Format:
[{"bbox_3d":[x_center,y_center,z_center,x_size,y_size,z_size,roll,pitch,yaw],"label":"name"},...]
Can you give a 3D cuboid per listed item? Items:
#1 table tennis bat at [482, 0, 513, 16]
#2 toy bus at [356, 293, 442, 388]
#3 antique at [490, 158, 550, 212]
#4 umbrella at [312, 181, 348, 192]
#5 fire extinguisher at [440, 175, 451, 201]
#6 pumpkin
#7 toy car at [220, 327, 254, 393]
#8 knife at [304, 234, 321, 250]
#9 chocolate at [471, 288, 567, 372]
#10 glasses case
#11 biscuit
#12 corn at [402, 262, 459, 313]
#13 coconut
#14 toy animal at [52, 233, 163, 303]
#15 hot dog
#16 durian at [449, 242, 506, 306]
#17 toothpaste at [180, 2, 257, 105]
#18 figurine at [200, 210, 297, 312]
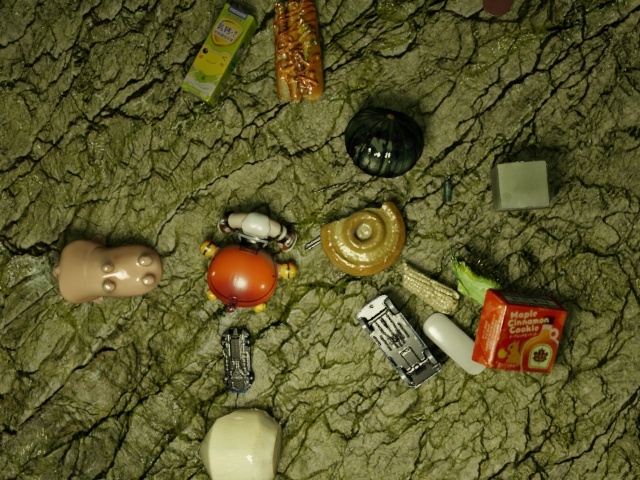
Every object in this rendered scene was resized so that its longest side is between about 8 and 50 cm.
[{"bbox_3d":[0.584,-0.801,1.795,0.095,0.014,0.158,21,92,7],"label":"table tennis bat"},{"bbox_3d":[0.243,0.305,1.728,0.125,0.133,0.292,-38,87,8],"label":"toy bus"},{"bbox_3d":[0.610,-0.163,1.701,0.152,0.148,0.146,-4,87,6],"label":"antique"},{"bbox_3d":[0.033,-0.172,1.825,0.122,0.013,0.022,-12,65,6],"label":"umbrella"},{"bbox_3d":[0.405,-0.166,1.783,0.038,0.025,0.083,1,88,29],"label":"fire extinguisher"},{"bbox_3d":[0.193,-0.302,1.730,0.250,0.216,0.249,6,60,-11],"label":"pumpkin"},{"bbox_3d":[-0.267,0.390,1.808,0.103,0.063,0.216,-3,93,6],"label":"toy car"},{"bbox_3d":[0.000,0.000,1.819,0.121,0.018,0.031,-31,84,5],"label":"knife"},{"bbox_3d":[0.598,0.278,1.662,0.238,0.108,0.234,9,100,-11],"label":"chocolate"},{"bbox_3d":[0.426,0.324,1.745,0.233,0.059,0.092,40,90,6],"label":"glasses case"},{"bbox_3d":[0.149,0.003,1.760,0.274,0.091,0.213,-26,87,-3],"label":"biscuit"},{"bbox_3d":[0.337,0.155,1.749,0.211,0.087,0.087,29,91,7],"label":"corn"},{"bbox_3d":[-0.251,0.642,1.713,0.247,0.245,0.244,2,88,6],"label":"coconut"},{"bbox_3d":[-0.683,0.094,1.788,0.326,0.269,0.237,0,88,-27],"label":"toy animal"},{"bbox_3d":[-0.074,-0.619,1.798,0.158,0.117,0.348,-3,87,5],"label":"hot dog"},{"bbox_3d":[0.499,0.134,1.712,0.375,0.106,0.132,39,102,-16],"label":"durian"},{"bbox_3d":[-0.336,-0.613,1.843,0.110,0.077,0.327,29,91,6],"label":"toothpaste"},{"bbox_3d":[-0.234,0.075,1.749,0.320,0.196,0.323,14,79,0],"label":"figurine"}]
